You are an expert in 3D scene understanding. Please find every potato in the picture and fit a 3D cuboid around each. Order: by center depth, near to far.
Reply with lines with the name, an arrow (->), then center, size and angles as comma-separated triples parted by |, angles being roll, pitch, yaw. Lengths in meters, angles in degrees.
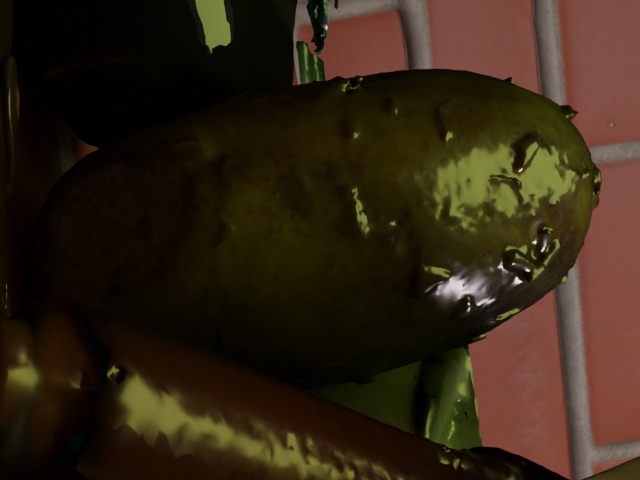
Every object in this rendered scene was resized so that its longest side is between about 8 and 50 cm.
potato -> 0.000, 0.000, 0.673 | 0.113, 0.251, 0.149 | 62, -32, 23

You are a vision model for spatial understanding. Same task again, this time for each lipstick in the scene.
lipstick -> 0.027, 0.101, 0.610 | 0.418, 0.077, 0.077 | 27, 49, -46

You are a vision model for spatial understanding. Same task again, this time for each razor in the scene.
razor -> -0.079, -0.209, 0.727 | 0.204, 0.114, 0.349 | 53, 30, -79

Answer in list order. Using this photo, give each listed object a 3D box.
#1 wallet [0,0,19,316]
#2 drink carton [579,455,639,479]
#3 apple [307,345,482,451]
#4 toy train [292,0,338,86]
wallet -> -0.114, -0.056, 0.532 | 0.095, 0.026, 0.176 | 83, 3, -63
drink carton -> 0.115, 0.206, 0.618 | 0.108, 0.161, 0.271 | 46, -36, 44
apple -> -0.007, 0.128, 0.779 | 0.207, 0.174, 0.188 | -53, 174, 25
toy train -> -0.056, -0.207, 1.037 | 0.189, 0.126, 0.307 | 66, 17, -81
